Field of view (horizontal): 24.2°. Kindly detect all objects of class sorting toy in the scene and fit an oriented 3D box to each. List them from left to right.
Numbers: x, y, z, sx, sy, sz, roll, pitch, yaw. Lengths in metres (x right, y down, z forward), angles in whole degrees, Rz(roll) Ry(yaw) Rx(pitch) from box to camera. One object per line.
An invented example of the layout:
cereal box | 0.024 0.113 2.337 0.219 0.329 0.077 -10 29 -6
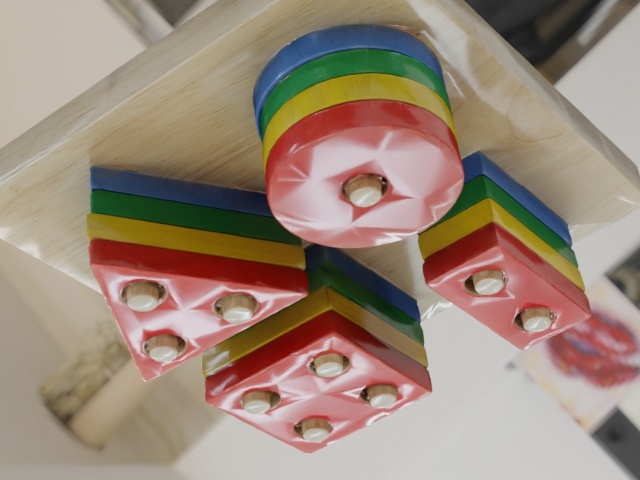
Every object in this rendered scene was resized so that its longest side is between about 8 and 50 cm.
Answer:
sorting toy | 0.000 0.000 0.752 0.255 0.257 0.089 34 -143 -42
